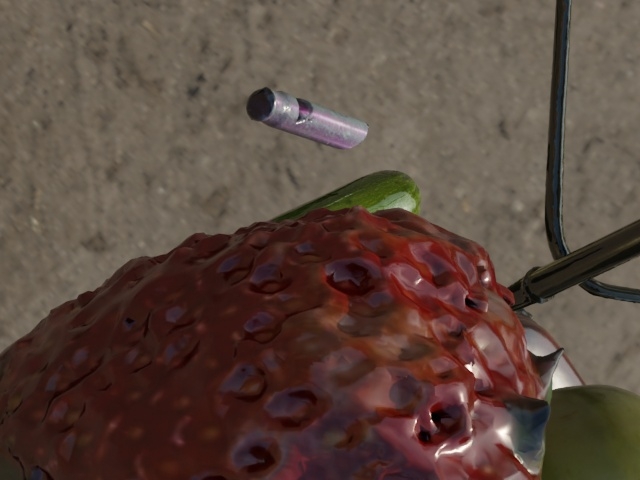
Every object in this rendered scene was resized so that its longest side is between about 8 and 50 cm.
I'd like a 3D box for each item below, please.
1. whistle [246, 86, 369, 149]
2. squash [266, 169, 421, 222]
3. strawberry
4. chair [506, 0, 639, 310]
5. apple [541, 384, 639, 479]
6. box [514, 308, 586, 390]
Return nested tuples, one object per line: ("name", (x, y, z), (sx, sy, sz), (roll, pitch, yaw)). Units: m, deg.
("whistle", (-0.009, -0.105, 1.326), (0.176, 0.033, 0.033), (11, 110, -60))
("squash", (0.000, 0.000, 1.238), (0.239, 0.069, 0.069), (-27, 131, -41))
("strawberry", (-0.020, 0.108, 0.826), (0.310, 0.292, 0.292), (24, 102, -17))
("chair", (0.357, -0.112, 1.059), (0.364, 0.410, 0.362), (8, 79, -15))
("apple", (0.169, 0.221, 1.008), (0.262, 0.262, 0.262), (-18, 125, -27))
("box", (0.221, 0.269, 1.586), (0.263, 0.108, 0.404), (-47, 114, -29))
